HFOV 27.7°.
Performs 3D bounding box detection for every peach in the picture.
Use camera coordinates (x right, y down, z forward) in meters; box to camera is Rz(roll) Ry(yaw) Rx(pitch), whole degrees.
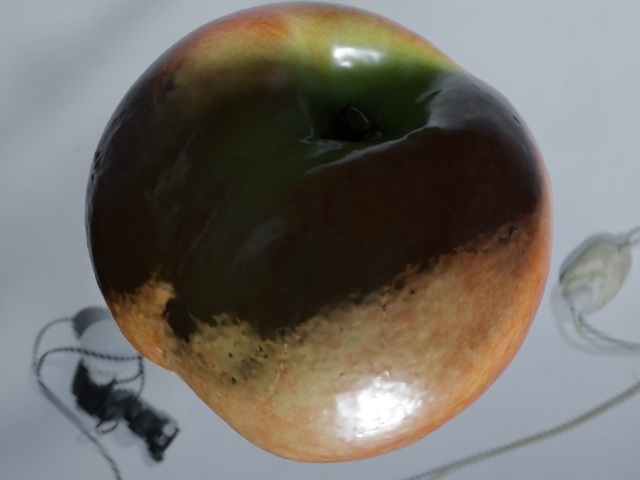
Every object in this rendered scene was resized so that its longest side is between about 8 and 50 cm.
[{"bbox_3d":[0.000,0.000,0.714,0.252,0.252,0.252,6,112,15],"label":"peach"}]
